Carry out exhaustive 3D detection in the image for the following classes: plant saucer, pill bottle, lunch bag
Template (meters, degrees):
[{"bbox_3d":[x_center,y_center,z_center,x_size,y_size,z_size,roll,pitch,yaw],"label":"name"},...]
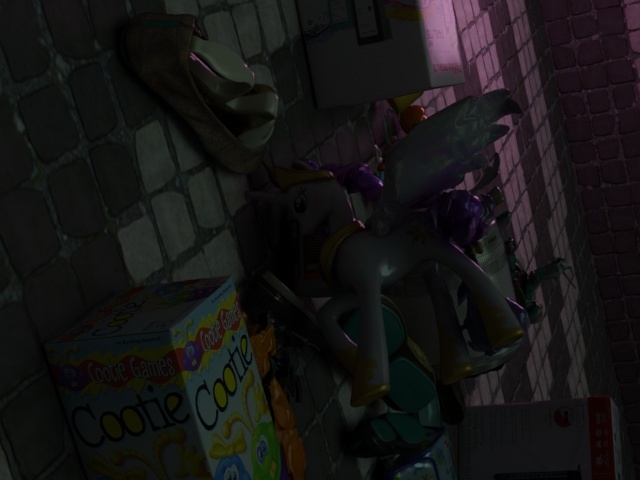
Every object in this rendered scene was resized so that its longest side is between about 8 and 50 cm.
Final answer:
[{"bbox_3d":[0.185,0.304,1.921,0.119,0.021,0.119,-8,90,-67],"label":"plant saucer"},{"bbox_3d":[0.000,0.000,1.521,0.086,0.086,0.152,26,60,-62],"label":"pill bottle"},{"bbox_3d":[0.155,0.388,1.749,0.151,0.096,0.128,-35,118,-48],"label":"lunch bag"}]

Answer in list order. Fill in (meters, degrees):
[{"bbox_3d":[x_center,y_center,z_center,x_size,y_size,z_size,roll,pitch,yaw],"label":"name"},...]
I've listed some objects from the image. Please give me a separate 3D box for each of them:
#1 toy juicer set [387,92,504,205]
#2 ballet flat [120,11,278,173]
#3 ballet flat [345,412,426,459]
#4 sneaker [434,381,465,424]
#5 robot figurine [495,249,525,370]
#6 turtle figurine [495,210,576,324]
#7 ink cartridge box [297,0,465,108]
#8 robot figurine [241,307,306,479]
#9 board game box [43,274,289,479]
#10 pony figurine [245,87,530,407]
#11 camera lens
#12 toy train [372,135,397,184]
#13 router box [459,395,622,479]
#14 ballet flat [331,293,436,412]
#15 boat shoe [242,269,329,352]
[{"bbox_3d":[0.214,-0.137,1.929,0.329,0.089,0.209,56,-3,25],"label":"toy juicer set"},{"bbox_3d":[-0.114,-0.168,1.293,0.316,0.106,0.107,39,48,-58],"label":"ballet flat"},{"bbox_3d":[0.096,0.306,1.666,0.203,0.074,0.074,14,70,-63],"label":"ballet flat"},{"bbox_3d":[0.224,0.252,2.000,0.071,0.066,0.188,-88,166,-64],"label":"sneaker"},{"bbox_3d":[0.305,0.118,2.078,0.209,0.174,0.278,121,-15,-50],"label":"robot figurine"},{"bbox_3d":[0.352,0.062,1.905,0.118,0.175,0.234,-39,101,-35],"label":"turtle figurine"},{"bbox_3d":[0.093,-0.359,1.711,0.198,0.197,0.270,-24,105,-65],"label":"ink cartridge box"},{"bbox_3d":[-0.088,0.224,1.250,0.211,0.085,0.291,-20,101,-66],"label":"robot figurine"},{"bbox_3d":[-0.140,0.193,1.069,0.144,0.142,0.275,-44,123,-62],"label":"board game box"},{"bbox_3d":[0.116,-0.003,1.380,0.303,0.351,0.363,76,-9,-67],"label":"pony figurine"},{"bbox_3d":[0.212,0.083,1.808,0.219,0.219,0.274,-43,121,-62],"label":"camera lens"},{"bbox_3d":[0.106,-0.116,1.858,0.166,0.046,0.125,-13,93,-70],"label":"toy train"},{"bbox_3d":[0.417,0.477,2.045,0.082,0.301,0.335,44,43,-55],"label":"router box"},{"bbox_3d":[0.079,0.153,1.633,0.348,0.123,0.123,53,36,-51],"label":"ballet flat"},{"bbox_3d":[-0.046,0.109,1.443,0.065,0.075,0.206,-46,147,-6],"label":"boat shoe"}]
